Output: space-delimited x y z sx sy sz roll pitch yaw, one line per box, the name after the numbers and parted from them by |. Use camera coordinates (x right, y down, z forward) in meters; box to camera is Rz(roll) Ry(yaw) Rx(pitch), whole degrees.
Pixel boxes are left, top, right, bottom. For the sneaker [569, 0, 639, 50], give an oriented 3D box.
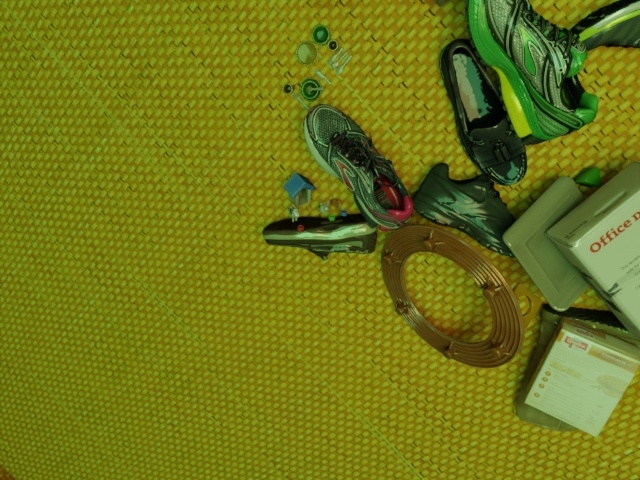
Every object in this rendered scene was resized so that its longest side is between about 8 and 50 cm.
0.560 -0.354 0.813 0.299 0.111 0.121 -14 110 23 | sneaker

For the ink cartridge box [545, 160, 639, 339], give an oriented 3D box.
0.566 0.029 0.834 0.198 0.115 0.273 -42 99 11 | ink cartridge box

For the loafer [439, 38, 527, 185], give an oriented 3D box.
0.305 -0.234 0.918 0.109 0.095 0.303 -24 100 20 | loafer

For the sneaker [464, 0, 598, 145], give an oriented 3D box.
0.362 -0.333 0.815 0.146 0.134 0.344 -8 124 53 | sneaker

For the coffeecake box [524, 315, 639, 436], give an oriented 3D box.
0.510 0.266 0.954 0.142 0.068 0.186 23 115 20 | coffeecake box

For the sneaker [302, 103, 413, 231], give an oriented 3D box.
0.085 -0.156 0.971 0.121 0.112 0.299 -41 91 -9 | sneaker

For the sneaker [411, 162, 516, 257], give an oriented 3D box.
0.328 -0.058 0.969 0.286 0.109 0.130 27 102 1 | sneaker

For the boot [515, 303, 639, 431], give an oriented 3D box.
0.557 0.280 1.025 0.236 0.089 0.270 10 109 25 | boot

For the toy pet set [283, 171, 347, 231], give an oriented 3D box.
-0.019 -0.093 1.043 0.114 0.122 0.065 51 151 36 | toy pet set

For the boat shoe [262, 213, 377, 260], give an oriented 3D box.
-0.001 0.003 1.076 0.257 0.095 0.095 -2 112 15 | boat shoe

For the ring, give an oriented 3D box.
0.243 0.121 0.970 0.336 0.032 0.337 38 147 30 | ring

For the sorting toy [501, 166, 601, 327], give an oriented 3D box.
0.449 0.008 0.923 0.347 0.047 0.196 -43 103 -8 | sorting toy

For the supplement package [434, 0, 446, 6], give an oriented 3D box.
0.209 -0.551 0.814 0.194 0.149 0.203 45 112 -2 | supplement package

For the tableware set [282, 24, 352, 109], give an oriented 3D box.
-0.018 -0.357 1.002 0.104 0.024 0.154 45 113 -2 | tableware set
